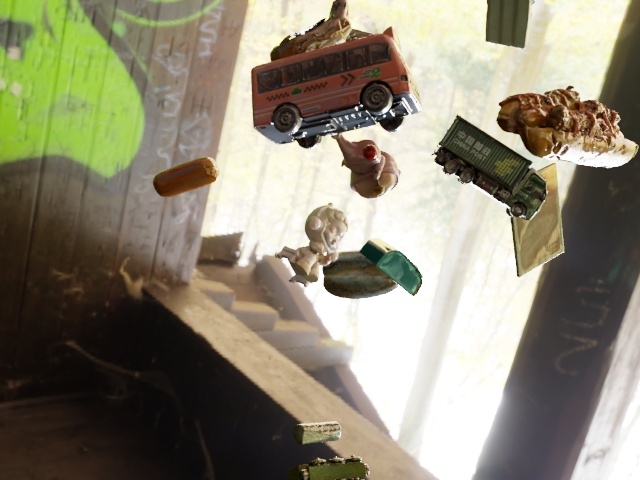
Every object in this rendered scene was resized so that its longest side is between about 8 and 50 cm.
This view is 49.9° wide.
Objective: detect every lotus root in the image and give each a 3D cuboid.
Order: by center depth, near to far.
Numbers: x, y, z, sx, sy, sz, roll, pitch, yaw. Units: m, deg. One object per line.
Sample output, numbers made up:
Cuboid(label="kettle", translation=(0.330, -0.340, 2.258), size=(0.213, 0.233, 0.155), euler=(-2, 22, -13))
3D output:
Cuboid(label="lotus root", translation=(0.160, 0.110, 2.211), size=(0.322, 0.158, 0.140), euler=(-2, 156, 17))

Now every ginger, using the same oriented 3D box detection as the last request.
Cuboid(label="ginger", translation=(-0.012, -0.616, 2.101), size=(0.309, 0.107, 0.133), euler=(-34, -133, -11))

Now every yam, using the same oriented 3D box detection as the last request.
Cuboid(label="yam", translation=(-0.007, 0.637, 2.286), size=(0.169, 0.068, 0.068), euler=(8, -165, -41))

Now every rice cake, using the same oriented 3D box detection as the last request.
Cuboid(label="rice cake", translation=(0.484, -0.606, 1.766), size=(0.127, 0.237, 0.043), euler=(16, -128, 23))

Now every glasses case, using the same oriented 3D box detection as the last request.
Cuboid(label="glasses case", translation=(0.173, 0.054, 1.666), size=(0.117, 0.070, 0.301), euler=(40, 180, -7))

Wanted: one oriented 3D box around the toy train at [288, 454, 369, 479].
Cuboid(label="toy train", translation=(0.026, 0.678, 1.991), size=(0.225, 0.090, 0.137), euler=(6, 152, -27))

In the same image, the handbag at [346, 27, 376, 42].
Cuboid(label="handbag", translation=(0.085, -0.693, 2.476), size=(0.253, 0.109, 0.316), euler=(-24, -142, -32))

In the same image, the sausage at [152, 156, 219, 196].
Cuboid(label="sausage", translation=(-0.498, -0.233, 2.542), size=(0.274, 0.105, 0.105), euler=(-15, -178, 23))

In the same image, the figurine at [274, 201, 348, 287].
Cuboid(label="figurine", translation=(-0.005, 0.002, 1.974), size=(0.182, 0.256, 0.144), euler=(49, 152, -24))

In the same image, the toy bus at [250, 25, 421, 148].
Cuboid(label="toy bus", translation=(0.039, -0.392, 1.818), size=(0.427, 0.233, 0.203), euler=(-10, 170, 17))

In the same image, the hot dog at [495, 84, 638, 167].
Cuboid(label="hot dog", translation=(0.491, -0.227, 1.342), size=(0.349, 0.117, 0.158), euler=(2, -142, -38))

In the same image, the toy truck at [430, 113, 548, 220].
Cuboid(label="toy truck", translation=(0.372, -0.152, 1.498), size=(0.259, 0.121, 0.088), euler=(34, -172, 4))

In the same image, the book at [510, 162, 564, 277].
Cuboid(label="book", translation=(0.522, -0.050, 1.666), size=(0.170, 0.241, 0.018), euler=(-25, -155, -27))

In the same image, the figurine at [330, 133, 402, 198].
Cuboid(label="figurine", translation=(0.135, -0.212, 2.045), size=(0.176, 0.186, 0.287), euler=(-10, 152, 16))
